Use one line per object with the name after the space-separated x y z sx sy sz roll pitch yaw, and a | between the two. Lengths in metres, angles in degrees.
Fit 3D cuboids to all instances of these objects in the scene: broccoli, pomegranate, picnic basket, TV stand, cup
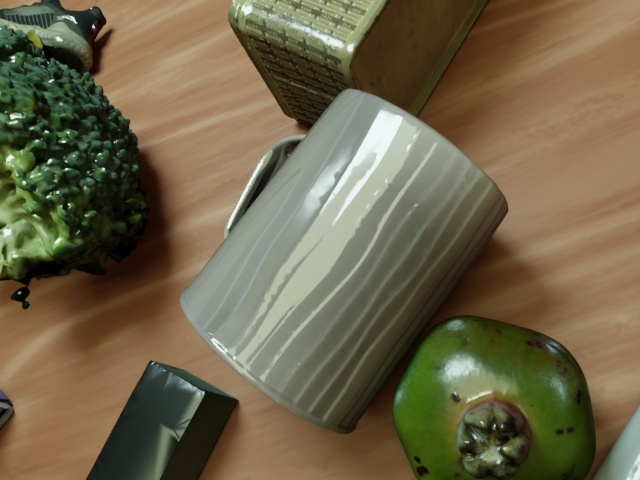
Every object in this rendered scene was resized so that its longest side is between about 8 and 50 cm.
-0.379 -0.075 0.713 0.281 0.348 0.293 -30 56 18 | broccoli
0.141 0.151 0.504 0.180 0.210 0.179 -2 84 20 | pomegranate
0.065 -0.293 0.704 0.175 0.228 0.312 28 81 25 | picnic basket
-0.200 0.276 0.649 0.088 0.083 0.269 20 78 25 | TV stand
0.015 0.011 0.613 0.208 0.288 0.273 36 93 -16 | cup

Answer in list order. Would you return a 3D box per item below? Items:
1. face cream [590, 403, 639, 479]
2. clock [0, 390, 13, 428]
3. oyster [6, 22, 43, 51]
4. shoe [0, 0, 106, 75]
0.363 0.146 0.501 0.144 0.071 0.291 35 83 28 | face cream
-0.502 0.254 0.731 0.073 0.144 0.193 36 84 23 | clock
-0.517 -0.226 0.940 0.214 0.083 0.222 -7 88 22 | oyster
-0.455 -0.354 0.997 0.228 0.099 0.112 22 71 22 | shoe
